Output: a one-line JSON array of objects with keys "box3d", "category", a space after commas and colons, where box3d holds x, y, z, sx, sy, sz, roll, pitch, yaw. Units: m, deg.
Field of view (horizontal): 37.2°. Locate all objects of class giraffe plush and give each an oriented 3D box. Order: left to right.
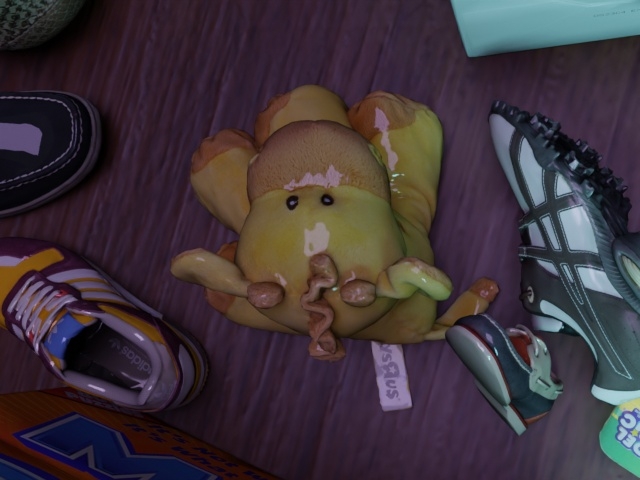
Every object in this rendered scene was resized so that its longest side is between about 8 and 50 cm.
[{"box3d": [0.000, 0.000, 0.529, 0.181, 0.170, 0.210, -28, 79, 8], "category": "giraffe plush"}]

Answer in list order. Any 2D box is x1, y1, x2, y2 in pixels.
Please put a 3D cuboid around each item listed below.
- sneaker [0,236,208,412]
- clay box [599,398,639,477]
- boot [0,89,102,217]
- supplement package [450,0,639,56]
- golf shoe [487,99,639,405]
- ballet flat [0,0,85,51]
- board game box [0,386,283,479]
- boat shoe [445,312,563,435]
[{"box3d": [-0.161, 0.048, 0.604, 0.186, 0.084, 0.069, 25, 90, 13], "category": "sneaker"}, {"box3d": [0.263, 0.054, 0.526, 0.127, 0.053, 0.222, 34, 94, 16], "category": "clay box"}, {"box3d": [-0.277, -0.062, 0.591, 0.237, 0.178, 0.085, -6, 83, 13], "category": "boot"}, {"box3d": [0.163, -0.229, 0.526, 0.194, 0.149, 0.203, -6, 84, 12], "category": "supplement package"}, {"box3d": [0.135, 0.002, 0.534, 0.094, 0.077, 0.198, -50, 48, 26], "category": "golf shoe"}, {"box3d": [-0.388, -0.248, 0.633, 0.483, 0.182, 0.164, 17, 89, 14], "category": "ballet flat"}, {"box3d": [-0.104, 0.306, 0.426, 0.356, 0.356, 0.356, 22, 89, 14], "category": "board game box"}, {"box3d": [0.105, 0.068, 0.520, 0.043, 0.137, 0.049, -39, 56, -1], "category": "boat shoe"}]
